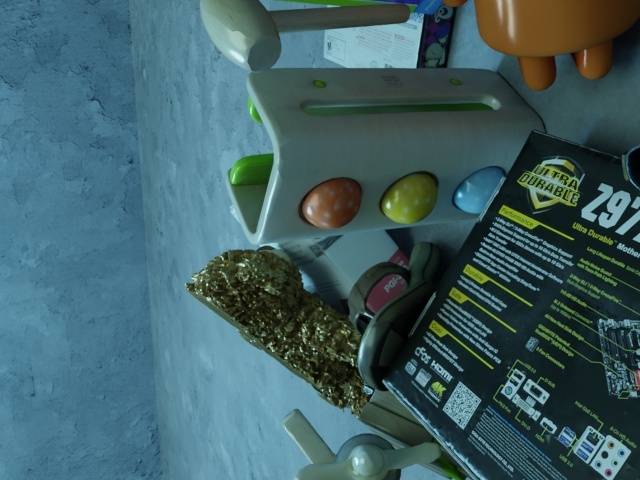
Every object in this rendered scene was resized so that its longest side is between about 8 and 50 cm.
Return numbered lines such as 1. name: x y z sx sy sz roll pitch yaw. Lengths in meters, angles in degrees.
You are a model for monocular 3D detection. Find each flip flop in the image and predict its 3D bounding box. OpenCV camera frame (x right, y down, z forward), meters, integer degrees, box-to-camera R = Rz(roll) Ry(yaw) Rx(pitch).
1. flip flop: 0.072 0.062 0.700 0.277 0.080 0.112 -50 -21 -66

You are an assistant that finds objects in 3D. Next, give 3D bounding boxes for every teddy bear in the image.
1. teddy bear: -0.010 0.121 0.869 0.338 0.113 0.245 39 163 -7

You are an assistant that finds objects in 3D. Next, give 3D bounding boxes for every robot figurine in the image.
1. robot figurine: 0.168 -0.223 0.493 0.158 0.128 0.219 22 142 43

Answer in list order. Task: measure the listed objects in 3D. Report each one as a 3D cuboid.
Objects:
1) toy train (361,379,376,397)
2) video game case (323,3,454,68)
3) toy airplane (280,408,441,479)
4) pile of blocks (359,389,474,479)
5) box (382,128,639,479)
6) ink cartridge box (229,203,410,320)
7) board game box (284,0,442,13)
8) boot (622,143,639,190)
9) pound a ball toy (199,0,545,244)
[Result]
1. toy train: 0.097 0.203 0.804 0.027 0.036 0.158 18 156 52
2. video game case: 0.079 -0.300 0.803 0.232 0.042 0.210 43 133 53
3. toy airplane: 0.131 0.346 0.592 0.272 0.386 0.384 -47 20 9
4. pile of blocks: 0.196 0.186 0.645 0.362 0.149 0.112 0 53 55
5. box: 0.209 0.084 0.468 0.257 0.079 0.322 -59 34 5
6. ink cartridge box: 0.000 0.000 0.873 0.218 0.092 0.159 48 156 -11
7. board game box: 0.086 -0.328 0.510 0.347 0.233 0.078 -45 60 51
8. boot: 0.262 -0.034 0.354 0.219 0.106 0.082 -117 3 -71
9. pound a ball toy: 0.052 -0.096 0.590 0.135 0.319 0.208 64 148 34
